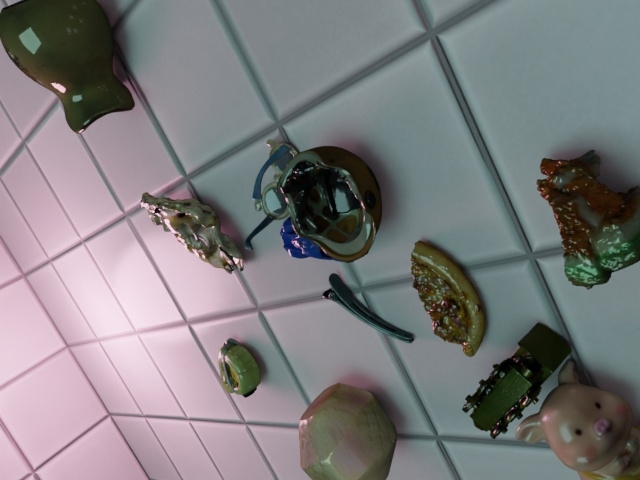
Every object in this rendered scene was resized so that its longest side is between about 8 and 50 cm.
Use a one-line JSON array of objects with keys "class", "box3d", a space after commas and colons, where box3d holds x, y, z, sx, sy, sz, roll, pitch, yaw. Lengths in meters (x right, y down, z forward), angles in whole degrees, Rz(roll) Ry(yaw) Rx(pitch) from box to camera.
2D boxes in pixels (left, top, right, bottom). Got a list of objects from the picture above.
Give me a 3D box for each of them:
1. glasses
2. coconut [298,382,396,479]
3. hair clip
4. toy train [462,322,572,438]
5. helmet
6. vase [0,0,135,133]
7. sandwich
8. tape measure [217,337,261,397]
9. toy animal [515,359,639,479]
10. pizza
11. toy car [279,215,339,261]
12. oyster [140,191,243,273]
[{"class": "glasses", "box3d": [-0.095, -0.079, 1.137, 0.088, 0.221, 0.190, 13, 124, -6]}, {"class": "coconut", "box3d": [0.063, 0.485, 1.324, 0.259, 0.259, 0.259, 22, 129, 30]}, {"class": "hair clip", "box3d": [0.106, 0.160, 1.225, 0.229, 0.039, 0.070, 34, 135, 15]}, {"class": "toy train", "box3d": [0.346, 0.259, 0.993, 0.090, 0.137, 0.226, 43, 142, 23]}, {"class": "helmet", "box3d": [0.036, -0.084, 1.054, 0.198, 0.130, 0.224, -20, 109, 49]}, {"class": "vase", "box3d": [-0.617, -0.456, 1.369, 0.329, 0.240, 0.302, 43, 160, 55]}, {"class": "sandwich", "box3d": [0.366, -0.042, 0.745, 0.109, 0.185, 0.160, -29, 98, 40]}, {"class": "tape measure", "box3d": [-0.239, 0.381, 1.635, 0.154, 0.087, 0.178, 23, 129, 46]}, {"class": "toy animal", "box3d": [0.474, 0.341, 0.919, 0.248, 0.165, 0.149, 46, 157, 0]}, {"class": "pizza", "box3d": [0.240, 0.115, 1.050, 0.127, 0.058, 0.246, -5, 110, 44]}, {"class": "toy car", "box3d": [0.000, 0.000, 1.189, 0.216, 0.063, 0.103, 5, 118, 40]}, {"class": "oyster", "box3d": [-0.324, -0.038, 1.447, 0.354, 0.107, 0.201, 33, 155, 6]}]
